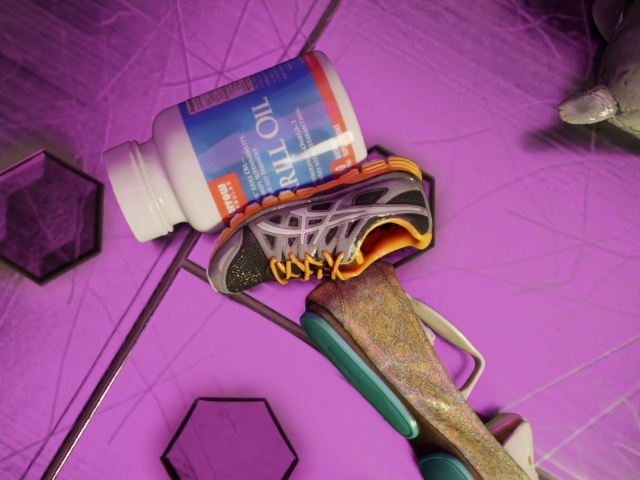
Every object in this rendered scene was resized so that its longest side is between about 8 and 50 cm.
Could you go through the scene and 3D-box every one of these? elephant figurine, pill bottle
[{"bbox_3d":[0.338,-0.216,0.979,0.169,0.186,0.239,-12,70,41],"label":"elephant figurine"},{"bbox_3d":[-0.078,-0.079,0.957,0.222,0.124,0.124,-23,86,-2],"label":"pill bottle"}]

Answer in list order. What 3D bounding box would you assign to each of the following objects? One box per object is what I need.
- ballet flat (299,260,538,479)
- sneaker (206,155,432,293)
[{"bbox_3d":[0.123,0.165,0.953,0.123,0.123,0.348,-37,87,-4],"label":"ballet flat"},{"bbox_3d":[0.000,0.000,0.930,0.215,0.084,0.083,-25,59,4],"label":"sneaker"}]
